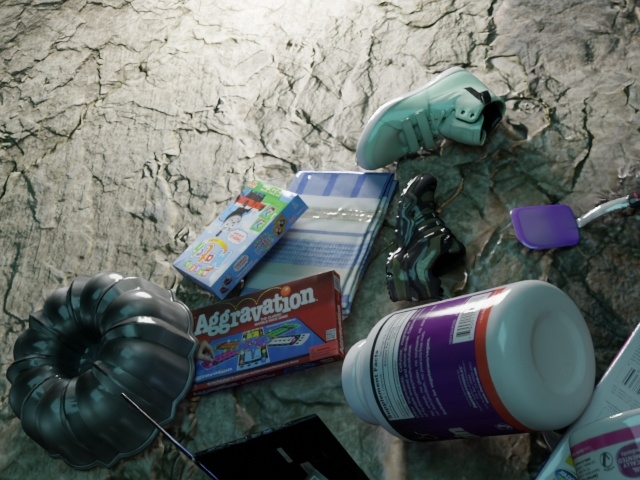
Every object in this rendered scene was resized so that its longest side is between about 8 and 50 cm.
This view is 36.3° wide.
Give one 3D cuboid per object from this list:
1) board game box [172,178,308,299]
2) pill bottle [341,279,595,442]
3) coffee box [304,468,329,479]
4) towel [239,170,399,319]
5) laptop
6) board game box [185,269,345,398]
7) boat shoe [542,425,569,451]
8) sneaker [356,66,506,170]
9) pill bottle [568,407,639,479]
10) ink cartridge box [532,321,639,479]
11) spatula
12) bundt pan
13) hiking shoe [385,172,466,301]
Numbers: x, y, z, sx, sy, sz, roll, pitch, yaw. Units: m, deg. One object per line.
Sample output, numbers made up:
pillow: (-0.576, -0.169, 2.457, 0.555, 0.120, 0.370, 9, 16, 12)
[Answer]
board game box: (-0.138, -0.006, 1.647, 0.211, 0.039, 0.160, -48, 32, -13)
pill bottle: (0.178, 0.165, 1.261, 0.323, 0.181, 0.182, -20, 43, 49)
coffee box: (0.067, 0.410, 1.207, 0.246, 0.141, 0.098, 31, 72, 39)
towel: (0.000, 0.000, 1.616, 0.209, 0.034, 0.285, 4, 55, 29)
laptop: (-0.096, 0.274, 1.319, 0.264, 0.234, 0.137, -20, 50, 10)
board game box: (-0.096, 0.147, 1.518, 0.281, 0.027, 0.145, -17, 55, 21)
boat shoe: (0.307, 0.179, 1.311, 0.079, 0.081, 0.228, -19, 50, 10)
sneaker: (0.187, -0.186, 1.625, 0.256, 0.094, 0.151, -37, 43, -9)
pill bottle: (0.380, 0.327, 1.041, 0.160, 0.160, 0.283, -17, 68, 12)
ink cartridge box: (0.386, 0.271, 1.182, 0.185, 0.065, 0.311, 35, 71, 14)
spatula: (0.437, -0.047, 1.456, 0.296, 0.030, 0.084, -15, 52, 13)
bundt pan: (-0.365, 0.188, 1.550, 0.330, 0.124, 0.331, -15, 55, 22)
hiking shoe: (0.173, 0.000, 1.520, 0.114, 0.086, 0.227, 7, 64, 13)
